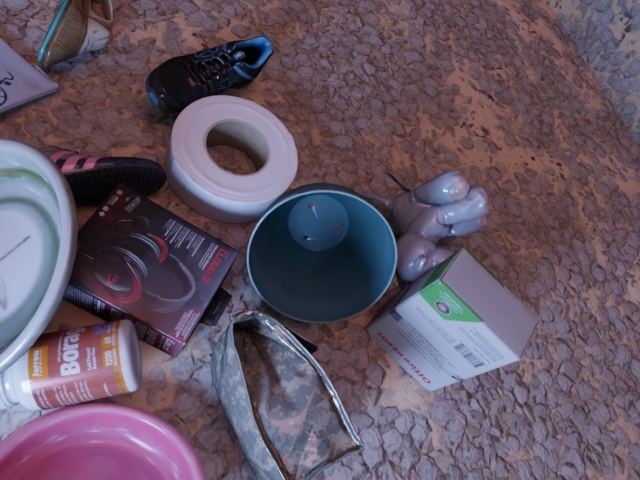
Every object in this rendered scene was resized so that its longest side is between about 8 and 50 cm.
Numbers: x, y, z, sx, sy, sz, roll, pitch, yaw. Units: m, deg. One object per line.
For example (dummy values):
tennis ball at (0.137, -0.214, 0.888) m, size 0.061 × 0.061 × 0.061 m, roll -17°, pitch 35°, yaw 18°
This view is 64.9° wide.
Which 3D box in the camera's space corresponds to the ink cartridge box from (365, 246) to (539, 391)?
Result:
ink cartridge box at (0.260, 0.175, 1.052) m, size 0.211 × 0.289 × 0.121 m, roll 45°, pitch 53°, yaw 1°

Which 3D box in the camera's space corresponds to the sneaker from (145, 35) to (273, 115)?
sneaker at (-0.250, -0.398, 1.158) m, size 0.341 × 0.140 × 0.125 m, roll -43°, pitch 107°, yaw -41°

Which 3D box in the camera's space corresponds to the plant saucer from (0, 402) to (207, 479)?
plant saucer at (-0.333, 0.401, 0.732) m, size 0.332 × 0.084 × 0.332 m, roll 19°, pitch 35°, yaw -14°

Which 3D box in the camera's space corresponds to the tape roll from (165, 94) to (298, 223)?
tape roll at (-0.199, -0.183, 1.133) m, size 0.286 × 0.100 × 0.286 m, roll 10°, pitch 62°, yaw -21°

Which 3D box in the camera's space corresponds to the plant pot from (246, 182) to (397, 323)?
plant pot at (0.000, 0.000, 1.057) m, size 0.290 × 0.290 × 0.195 m, roll 23°, pitch 22°, yaw -13°

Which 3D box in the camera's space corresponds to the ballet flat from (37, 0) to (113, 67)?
ballet flat at (-0.542, -0.513, 1.149) m, size 0.124 × 0.116 × 0.342 m, roll 20°, pitch 53°, yaw -37°

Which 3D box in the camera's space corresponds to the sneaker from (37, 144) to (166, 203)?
sneaker at (-0.471, -0.143, 0.983) m, size 0.319 × 0.112 × 0.131 m, roll -8°, pitch 53°, yaw -32°

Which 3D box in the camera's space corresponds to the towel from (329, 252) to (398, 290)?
towel at (0.097, 0.072, 1.148) m, size 0.148 × 0.027 × 0.110 m, roll -9°, pitch 68°, yaw 6°

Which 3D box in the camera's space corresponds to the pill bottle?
pill bottle at (-0.410, 0.205, 0.815) m, size 0.216 × 0.121 × 0.121 m, roll -9°, pitch 69°, yaw -13°

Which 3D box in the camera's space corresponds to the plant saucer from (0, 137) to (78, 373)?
plant saucer at (-0.532, 0.038, 0.797) m, size 0.401 × 0.100 × 0.400 m, roll -4°, pitch 73°, yaw 15°

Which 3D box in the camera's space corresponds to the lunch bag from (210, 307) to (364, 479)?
lunch bag at (-0.085, 0.263, 0.880) m, size 0.169 × 0.235 × 0.287 m, roll -24°, pitch 78°, yaw -26°

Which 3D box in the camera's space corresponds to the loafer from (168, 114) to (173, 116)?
loafer at (-0.348, -0.345, 1.187) m, size 0.045 × 0.039 × 0.125 m, roll -2°, pitch 58°, yaw 11°

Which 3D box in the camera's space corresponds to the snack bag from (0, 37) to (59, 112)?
snack bag at (-0.761, -0.340, 0.975) m, size 0.323 × 0.037 × 0.342 m, roll 41°, pitch 47°, yaw 0°

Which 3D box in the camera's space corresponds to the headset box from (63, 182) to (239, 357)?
headset box at (-0.312, 0.064, 0.949) m, size 0.293 × 0.110 × 0.218 m, roll 32°, pitch 56°, yaw -8°

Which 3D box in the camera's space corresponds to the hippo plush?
hippo plush at (0.259, -0.018, 1.180) m, size 0.294 × 0.234 × 0.236 m, roll 23°, pitch 57°, yaw -14°
